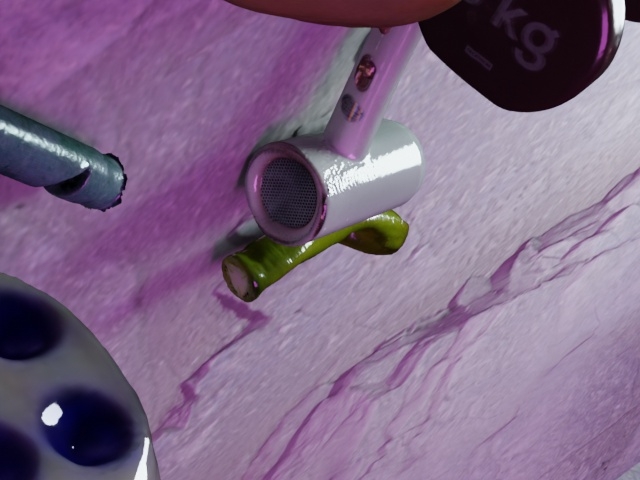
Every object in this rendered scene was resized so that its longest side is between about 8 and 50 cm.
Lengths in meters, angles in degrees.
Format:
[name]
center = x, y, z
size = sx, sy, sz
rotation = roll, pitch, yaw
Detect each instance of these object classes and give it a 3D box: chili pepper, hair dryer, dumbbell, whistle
[chili pepper]
center = 0.000, 0.000, 1.443
size = 0.201, 0.050, 0.052
rotation = -18, 163, -50
[hair dryer]
center = 0.039, -0.111, 1.307
size = 0.131, 0.073, 0.236
rotation = -21, 140, -48
[dumbbell]
center = 0.170, -0.181, 1.236
size = 0.225, 0.140, 0.124
rotation = -38, 166, -48
[whistle]
center = -0.165, -0.050, 1.067
size = 0.039, 0.039, 0.186
rotation = -46, 159, 7

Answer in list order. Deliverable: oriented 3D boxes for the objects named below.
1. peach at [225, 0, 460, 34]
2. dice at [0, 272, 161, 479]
[peach]
center = 0.012, -0.225, 0.752
size = 0.292, 0.247, 0.292
rotation = -40, 162, -16
[dice]
center = -0.251, 0.174, 1.065
size = 0.259, 0.243, 0.251
rotation = -13, 144, -48
